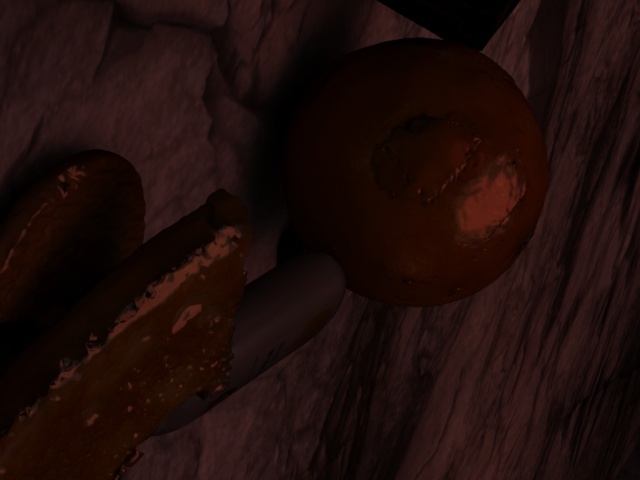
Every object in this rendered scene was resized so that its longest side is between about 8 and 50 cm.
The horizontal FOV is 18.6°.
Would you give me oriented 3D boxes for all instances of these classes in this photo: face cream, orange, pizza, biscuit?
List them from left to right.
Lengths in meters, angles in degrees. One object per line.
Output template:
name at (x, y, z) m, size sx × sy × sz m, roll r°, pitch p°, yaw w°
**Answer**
biscuit at (-0.187, 0.000, 1.427) m, size 0.224 × 0.033 × 0.144 m, roll -15°, pitch 126°, yaw -68°
pizza at (-0.167, 0.102, 1.443) m, size 0.323 × 0.089 × 0.223 m, roll -45°, pitch 157°, yaw -10°
face cream at (-0.101, 0.104, 1.640) m, size 0.291 × 0.071 × 0.144 m, roll -31°, pitch 169°, yaw -43°
orange at (0.083, -0.062, 1.753) m, size 0.246 × 0.246 × 0.246 m, roll -51°, pitch 153°, yaw -39°

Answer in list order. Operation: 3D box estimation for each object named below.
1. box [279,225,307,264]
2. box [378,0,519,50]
box at (0.000, 0.000, 1.904) m, size 0.126 × 0.031 × 0.091 m, roll -51°, pitch 153°, yaw -38°
box at (0.180, -0.364, 1.615) m, size 0.373 × 0.138 × 0.420 m, roll -60°, pitch 180°, yaw -1°
